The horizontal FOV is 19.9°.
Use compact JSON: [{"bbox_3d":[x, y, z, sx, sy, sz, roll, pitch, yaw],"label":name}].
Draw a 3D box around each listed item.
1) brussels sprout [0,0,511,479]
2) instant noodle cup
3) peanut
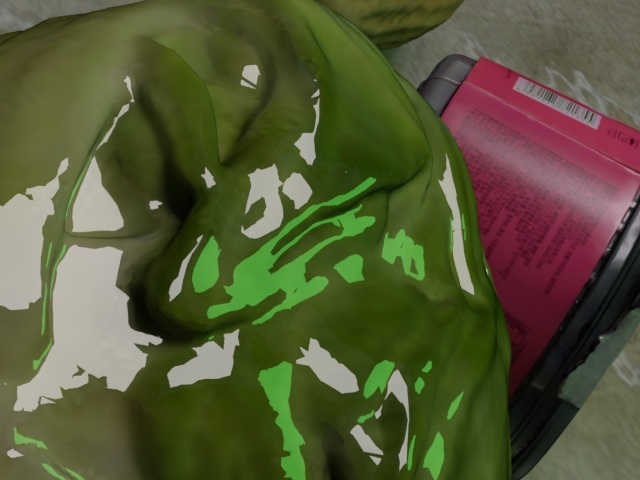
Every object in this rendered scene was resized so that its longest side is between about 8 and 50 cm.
[{"bbox_3d":[-0.058,0.047,0.690,0.328,0.247,0.328,28,40,-26],"label":"brussels sprout"},{"bbox_3d":[0.112,-0.003,1.151,0.181,0.302,0.258,31,62,3],"label":"instant noodle cup"},{"bbox_3d":[0.033,-0.217,1.404,0.147,0.147,0.305,52,29,12],"label":"peanut"}]
